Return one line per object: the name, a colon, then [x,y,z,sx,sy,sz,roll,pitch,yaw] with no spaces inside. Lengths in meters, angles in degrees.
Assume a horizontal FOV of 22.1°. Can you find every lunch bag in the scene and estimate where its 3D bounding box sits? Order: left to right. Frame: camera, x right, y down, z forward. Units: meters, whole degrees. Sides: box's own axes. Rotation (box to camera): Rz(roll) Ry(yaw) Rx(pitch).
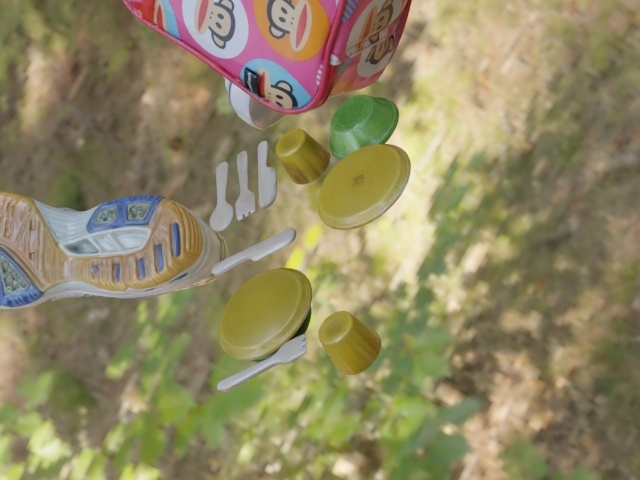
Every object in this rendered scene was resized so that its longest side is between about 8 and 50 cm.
lunch bag: [-0.040,-0.265,1.177,0.120,0.258,0.293,-28,-35,-44]

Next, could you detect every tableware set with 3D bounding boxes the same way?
tableware set: [0.000,0.000,0.728,0.104,0.024,0.154,-26,40,19]

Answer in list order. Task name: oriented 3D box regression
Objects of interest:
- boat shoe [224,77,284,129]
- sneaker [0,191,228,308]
boat shoe: [-0.061,-0.180,1.628,0.267,0.088,0.096,-47,-20,-70]
sneaker: [-0.230,0.018,1.540,0.296,0.131,0.112,3,82,22]
